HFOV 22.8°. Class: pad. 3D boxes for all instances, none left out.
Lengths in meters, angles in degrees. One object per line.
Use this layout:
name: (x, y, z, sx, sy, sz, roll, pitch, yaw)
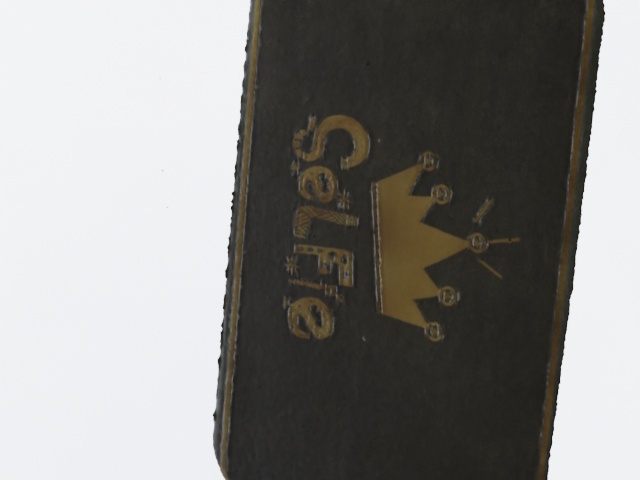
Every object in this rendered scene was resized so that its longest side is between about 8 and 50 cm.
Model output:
pad: (0.000, 0.000, 0.952, 0.063, 0.315, 0.375, -5, -78, -54)
